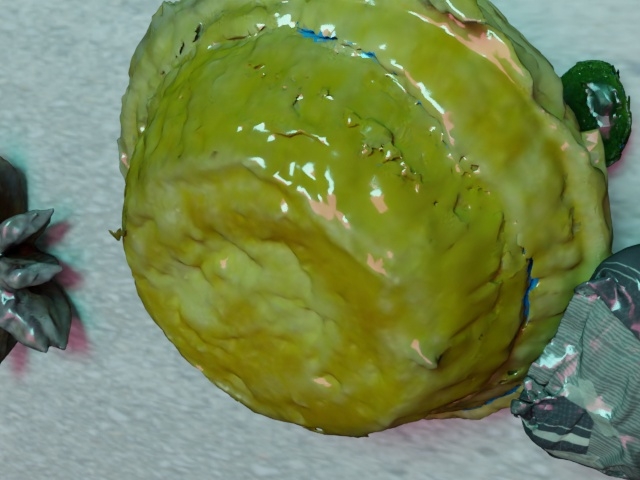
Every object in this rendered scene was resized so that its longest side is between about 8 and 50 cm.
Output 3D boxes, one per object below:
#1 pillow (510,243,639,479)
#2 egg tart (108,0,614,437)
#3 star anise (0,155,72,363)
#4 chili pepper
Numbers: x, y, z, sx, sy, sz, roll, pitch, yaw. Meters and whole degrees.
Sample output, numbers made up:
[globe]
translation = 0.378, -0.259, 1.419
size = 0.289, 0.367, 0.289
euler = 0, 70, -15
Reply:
[pillow]
translation = 0.281, 0.100, 0.421
size = 0.335, 0.093, 0.162
euler = 14, 124, -12
[egg tart]
translation = 0.000, 0.000, 0.481
size = 0.387, 0.169, 0.388
euler = 16, 129, 20
[star anise]
translation = -0.330, 0.016, 0.684
size = 0.229, 0.093, 0.236
euler = 18, 110, 15
[chili pepper]
translation = 0.106, -0.069, 0.519
size = 0.224, 0.061, 0.098
euler = -9, 106, 20
